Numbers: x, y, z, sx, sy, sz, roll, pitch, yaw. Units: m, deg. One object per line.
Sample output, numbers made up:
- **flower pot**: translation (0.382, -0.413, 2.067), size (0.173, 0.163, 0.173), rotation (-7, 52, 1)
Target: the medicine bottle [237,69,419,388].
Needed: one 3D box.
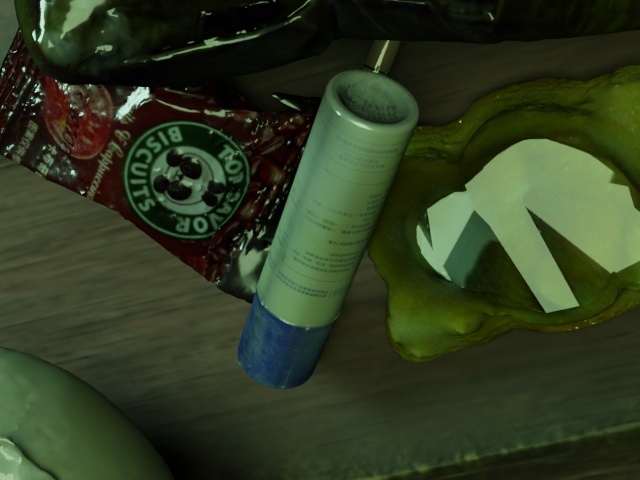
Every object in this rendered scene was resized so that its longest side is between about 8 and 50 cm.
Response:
- **medicine bottle**: translation (0.000, 0.000, 0.871), size (0.059, 0.059, 0.231), rotation (25, 130, 4)

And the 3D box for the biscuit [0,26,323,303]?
- **biscuit**: translation (-0.111, -0.073, 0.918), size (0.235, 0.063, 0.151), rotation (29, 118, -1)

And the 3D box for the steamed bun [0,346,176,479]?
- **steamed bun**: translation (-0.248, 0.240, 0.925), size (0.374, 0.241, 0.374), rotation (1, 101, 7)

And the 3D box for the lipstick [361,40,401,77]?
- **lipstick**: translation (0.037, -0.112, 0.894), size (0.019, 0.019, 0.094), rotation (22, 98, 5)

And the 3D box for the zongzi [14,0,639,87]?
- **zongzi**: translation (0.033, -0.297, 0.783), size (0.432, 0.208, 0.403), rotation (-4, 96, -2)

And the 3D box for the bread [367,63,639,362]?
- **bread**: translation (0.129, -0.013, 0.873), size (0.233, 0.088, 0.161), rotation (-18, 102, 16)
